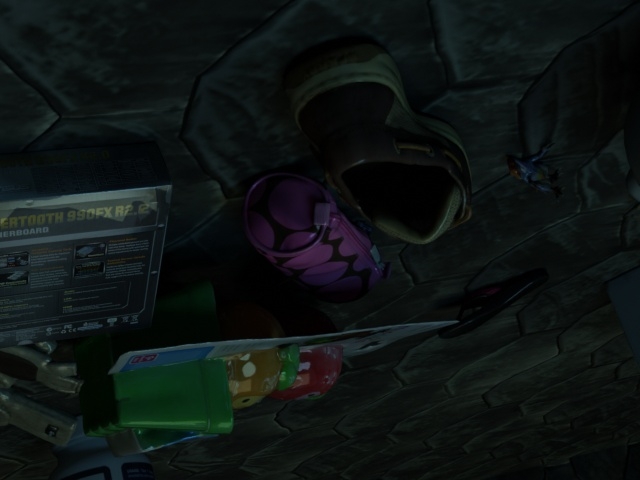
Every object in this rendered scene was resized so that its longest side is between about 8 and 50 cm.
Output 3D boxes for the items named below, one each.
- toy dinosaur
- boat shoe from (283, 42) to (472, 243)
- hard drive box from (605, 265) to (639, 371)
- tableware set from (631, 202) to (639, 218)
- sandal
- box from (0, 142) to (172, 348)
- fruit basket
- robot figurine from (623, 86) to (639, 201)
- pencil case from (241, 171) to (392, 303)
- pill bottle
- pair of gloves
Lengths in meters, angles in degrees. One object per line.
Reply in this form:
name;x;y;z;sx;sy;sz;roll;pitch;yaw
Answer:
toy dinosaur;0.222;-0.067;1.130;0.082;0.047;0.090;15;156;-23
boat shoe;0.071;-0.049;0.945;0.123;0.123;0.342;-22;158;11
hard drive box;0.557;0.161;1.655;0.089;0.232;0.181;-32;154;31
tableware set;0.482;-0.074;1.305;0.194;0.039;0.128;-11;170;-1
sandal;0.241;0.085;1.514;0.179;0.040;0.067;-32;163;-1
box;-0.249;0.012;0.881;0.231;0.056;0.183;-8;138;-23
fruit basket;-0.076;0.141;1.149;0.353;0.165;0.327;2;166;-24
robot figurine;0.393;-0.124;0.902;0.300;0.200;0.353;-51;171;-25
pencil case;0.000;0.000;1.057;0.098;0.095;0.209;13;170;22
pill bottle;-0.305;0.387;1.519;0.153;0.264;0.153;-13;158;-6
pair of gloves;-0.343;0.133;1.093;0.204;0.042;0.240;17;148;-4
